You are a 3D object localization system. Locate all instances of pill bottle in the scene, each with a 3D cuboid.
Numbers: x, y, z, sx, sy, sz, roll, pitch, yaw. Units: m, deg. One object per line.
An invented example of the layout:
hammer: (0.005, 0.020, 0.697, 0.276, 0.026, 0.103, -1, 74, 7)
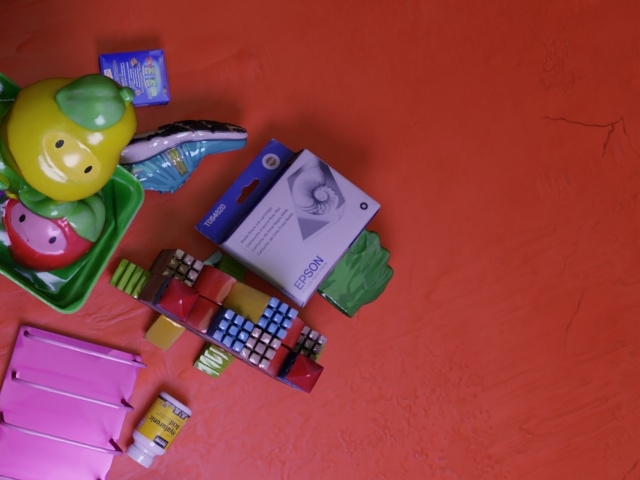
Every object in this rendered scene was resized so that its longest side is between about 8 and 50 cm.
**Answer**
pill bottle: (-0.268, 0.312, 1.659, 0.065, 0.065, 0.116, 36, 78, -11)

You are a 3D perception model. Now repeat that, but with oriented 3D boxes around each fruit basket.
fruit basket: (-0.416, -0.098, 1.447, 0.392, 0.392, 0.283, 31, 67, -12)

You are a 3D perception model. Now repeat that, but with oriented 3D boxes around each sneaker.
sneaker: (-0.253, -0.135, 1.692, 0.275, 0.107, 0.110, -17, 110, -11)

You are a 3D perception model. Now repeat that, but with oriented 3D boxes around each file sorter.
file sorter: (-0.405, 0.298, 1.560, 0.202, 0.182, 0.290, 17, 82, -14)

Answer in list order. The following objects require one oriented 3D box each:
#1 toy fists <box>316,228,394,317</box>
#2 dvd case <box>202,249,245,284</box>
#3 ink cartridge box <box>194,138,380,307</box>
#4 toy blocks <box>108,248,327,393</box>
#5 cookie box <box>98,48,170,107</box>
toy fists: (0.000, 0.000, 1.736, 0.279, 0.096, 0.142, 41, 82, 0)
dvd case: (-0.194, 0.085, 1.722, 0.119, 0.013, 0.087, -37, 97, -14)
ink cartridge box: (-0.052, -0.040, 1.653, 0.224, 0.045, 0.223, 35, 68, 6)
toy blocks: (-0.130, 0.127, 1.595, 0.381, 0.261, 0.190, 32, 80, -16)
cookie box: (-0.314, -0.270, 1.698, 0.107, 0.040, 0.091, -7, 89, -16)
